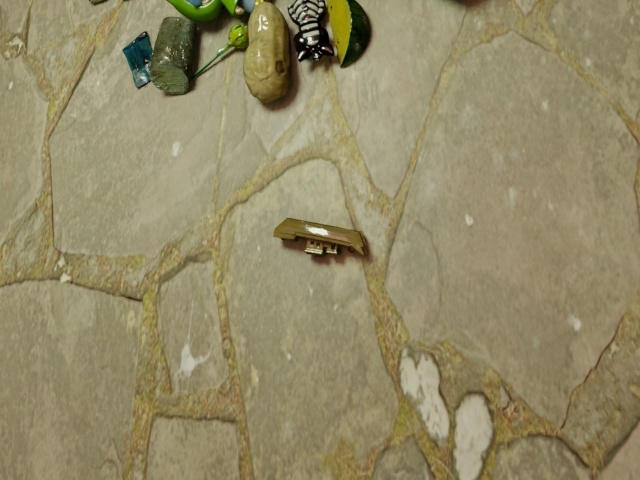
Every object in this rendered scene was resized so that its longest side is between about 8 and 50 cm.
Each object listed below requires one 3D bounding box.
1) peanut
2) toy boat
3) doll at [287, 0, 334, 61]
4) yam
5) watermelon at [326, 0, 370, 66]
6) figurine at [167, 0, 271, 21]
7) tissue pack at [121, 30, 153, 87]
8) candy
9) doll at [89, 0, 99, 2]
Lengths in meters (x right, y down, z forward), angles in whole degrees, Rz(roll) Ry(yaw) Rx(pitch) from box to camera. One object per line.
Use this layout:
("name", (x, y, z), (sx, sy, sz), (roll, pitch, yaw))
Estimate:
("peanut", (-0.122, -0.437, 1.316), (0.110, 0.120, 0.237), (-12, 77, 54))
("toy boat", (0.000, 0.000, 1.209), (0.205, 0.064, 0.072), (12, 95, 19))
("doll", (-0.025, -0.500, 1.331), (0.090, 0.067, 0.220), (-10, 69, 4))
("yam", (-0.357, -0.464, 1.403), (0.107, 0.107, 0.183), (1, 74, 17))
("watermelon", (0.059, -0.497, 1.299), (0.091, 0.075, 0.182), (-12, 75, 18))
("figurine", (-0.252, -0.602, 1.389), (0.263, 0.143, 0.162), (15, 64, 2))
("tissue pack", (-0.462, -0.468, 1.477), (0.085, 0.028, 0.138), (-29, 68, 9))
("candy", (-0.244, -0.456, 1.402), (0.193, 0.058, 0.062), (-36, 29, 15))
("doll", (-0.536, -0.760, 1.532), (0.278, 0.175, 0.149), (-24, 33, 19))
